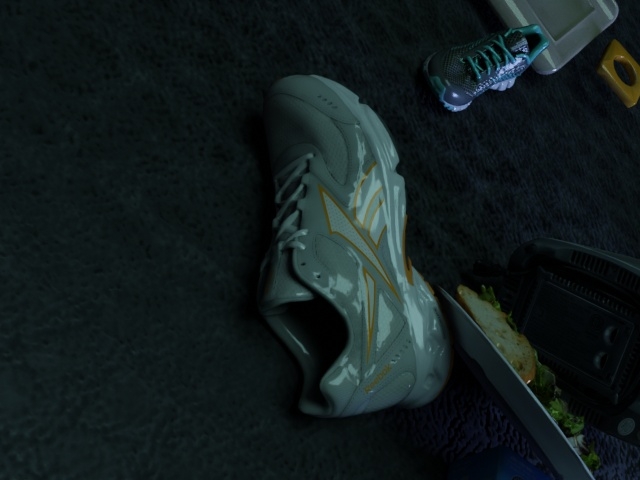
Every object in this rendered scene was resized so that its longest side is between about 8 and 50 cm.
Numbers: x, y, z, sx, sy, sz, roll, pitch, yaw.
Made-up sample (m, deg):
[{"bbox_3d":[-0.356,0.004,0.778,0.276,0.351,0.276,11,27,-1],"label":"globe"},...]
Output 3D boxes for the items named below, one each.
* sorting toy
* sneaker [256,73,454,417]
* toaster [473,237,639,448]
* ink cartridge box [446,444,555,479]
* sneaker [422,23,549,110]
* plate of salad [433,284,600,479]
[{"bbox_3d":[0.238,-0.285,1.064,0.196,0.047,0.347,-39,94,-41],"label":"sorting toy"},{"bbox_3d":[0.000,0.000,0.667,0.121,0.099,0.262,-10,73,-39],"label":"sneaker"},{"bbox_3d":[0.246,0.077,0.781,0.146,0.227,0.129,7,104,-43],"label":"toaster"},{"bbox_3d":[0.130,0.251,0.663,0.104,0.060,0.180,37,47,-20],"label":"ink cartridge box"},{"bbox_3d":[0.163,-0.177,0.915,0.166,0.076,0.065,-31,88,-46],"label":"sneaker"},{"bbox_3d":[0.151,0.107,0.694,0.048,0.200,0.200,-37,89,-1],"label":"plate of salad"}]
